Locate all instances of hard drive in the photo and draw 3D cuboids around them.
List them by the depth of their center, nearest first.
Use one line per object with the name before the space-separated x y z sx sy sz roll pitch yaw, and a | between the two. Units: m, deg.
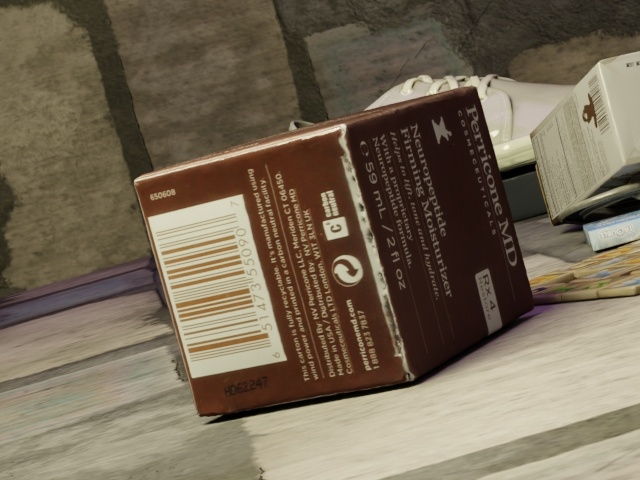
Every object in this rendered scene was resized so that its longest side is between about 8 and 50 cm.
hard drive | 0.236 -0.060 2.218 0.255 0.054 0.172 -16 4 3

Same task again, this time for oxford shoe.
oxford shoe | 0.156 -0.130 2.210 0.449 0.130 0.169 -14 3 15

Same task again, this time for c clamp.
c clamp | 0.289 -0.039 1.739 0.137 0.022 0.161 -22 -13 39

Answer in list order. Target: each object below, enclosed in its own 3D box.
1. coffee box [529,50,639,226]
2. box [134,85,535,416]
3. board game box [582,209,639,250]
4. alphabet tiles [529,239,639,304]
coffee box | 0.292 -0.097 1.782 0.141 0.098 0.246 -12 -10 -10
box | 0.013 0.004 1.318 0.167 0.168 0.203 -13 5 31
board game box | 0.270 -0.014 1.675 0.090 0.020 0.090 -15 4 5
alphabet tiles | 0.255 0.011 1.466 0.237 0.009 0.198 -18 5 -31
